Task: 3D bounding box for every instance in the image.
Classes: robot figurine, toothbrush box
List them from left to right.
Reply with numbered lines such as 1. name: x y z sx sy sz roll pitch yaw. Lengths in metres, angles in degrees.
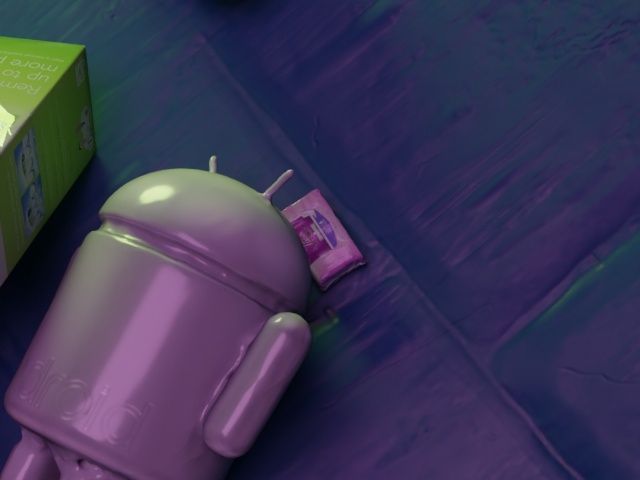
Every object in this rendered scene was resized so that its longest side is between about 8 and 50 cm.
1. toothbrush box: -0.346 -0.071 1.349 0.206 0.122 0.283 8 36 12
2. robot figurine: -0.135 0.088 1.305 0.300 0.200 0.353 17 77 40

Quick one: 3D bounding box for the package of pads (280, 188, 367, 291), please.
1. package of pads: 0.000 0.000 1.395 0.050 0.032 0.083 -33 72 -2
